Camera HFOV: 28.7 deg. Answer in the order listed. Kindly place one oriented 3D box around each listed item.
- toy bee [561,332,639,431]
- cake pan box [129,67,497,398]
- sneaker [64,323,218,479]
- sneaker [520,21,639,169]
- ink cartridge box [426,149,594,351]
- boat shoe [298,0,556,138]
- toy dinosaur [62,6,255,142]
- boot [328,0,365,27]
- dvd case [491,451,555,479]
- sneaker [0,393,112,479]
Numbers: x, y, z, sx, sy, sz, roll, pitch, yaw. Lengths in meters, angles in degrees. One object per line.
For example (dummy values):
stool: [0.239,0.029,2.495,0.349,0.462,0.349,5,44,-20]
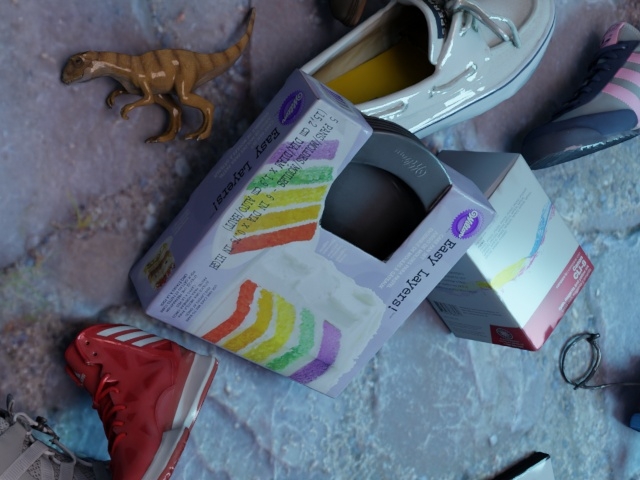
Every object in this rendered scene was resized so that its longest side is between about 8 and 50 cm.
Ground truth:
toy bee: [0.451,0.215,1.533,0.298,0.162,0.195,-1,97,-36]
cake pan box: [0.000,0.000,1.161,0.245,0.070,0.267,30,109,-37]
sneaker: [-0.177,0.155,1.068,0.128,0.221,0.087,26,120,-3]
sneaker: [0.334,-0.178,1.455,0.319,0.112,0.131,-24,92,-35]
ink cartridge box: [0.175,0.008,1.325,0.127,0.128,0.176,-51,121,-21]
boat shoe: [0.105,-0.200,1.221,0.367,0.136,0.156,-31,156,-25]
toy dinosaur: [-0.124,-0.148,1.130,0.211,0.064,0.112,-13,101,-35]
boot: [-0.003,-0.319,1.207,0.106,0.082,0.219,1,93,-19]
dvd case: [0.224,0.398,1.469,0.180,0.022,0.253,-23,108,-33]
sneaker: [-0.246,0.188,1.049,0.281,0.105,0.115,12,81,-40]
